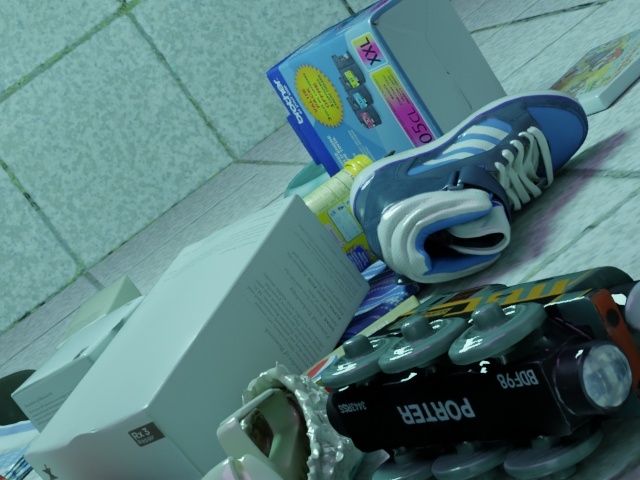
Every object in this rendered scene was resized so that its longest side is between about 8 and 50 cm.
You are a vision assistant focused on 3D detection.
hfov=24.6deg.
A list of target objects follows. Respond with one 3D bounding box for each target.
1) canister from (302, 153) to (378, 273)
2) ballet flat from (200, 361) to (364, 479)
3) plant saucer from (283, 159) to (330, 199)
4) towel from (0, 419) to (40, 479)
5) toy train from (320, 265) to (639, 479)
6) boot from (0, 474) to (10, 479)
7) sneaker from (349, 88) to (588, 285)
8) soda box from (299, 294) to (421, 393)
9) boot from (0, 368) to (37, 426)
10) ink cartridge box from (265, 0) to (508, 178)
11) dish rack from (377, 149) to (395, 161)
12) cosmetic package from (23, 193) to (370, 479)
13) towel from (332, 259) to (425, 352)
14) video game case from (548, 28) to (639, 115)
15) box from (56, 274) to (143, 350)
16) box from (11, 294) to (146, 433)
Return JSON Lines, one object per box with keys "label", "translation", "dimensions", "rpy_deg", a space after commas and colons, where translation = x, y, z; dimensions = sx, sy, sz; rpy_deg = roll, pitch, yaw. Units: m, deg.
{"label": "canister", "translation": [0.018, -0.009, 1.825], "dimensions": [0.170, 0.126, 0.073], "rpy_deg": [-36, 12, -10]}
{"label": "ballet flat", "translation": [-0.048, 0.218, 1.217], "dimensions": [0.147, 0.147, 0.409], "rpy_deg": [-33, 12, 13]}
{"label": "plant saucer", "translation": [0.052, -0.154, 2.735], "dimensions": [0.317, 0.044, 0.317], "rpy_deg": [-34, 10, 7]}
{"label": "towel", "translation": [-0.531, 0.365, 2.234], "dimensions": [0.209, 0.034, 0.285], "rpy_deg": [-15, 21, 34]}
{"label": "toy train", "translation": [0.141, 0.099, 1.159], "dimensions": [0.190, 0.142, 0.334], "rpy_deg": [-31, 7, -34]}
{"label": "boot", "translation": [-0.269, 0.261, 1.427], "dimensions": [0.176, 0.244, 0.088], "rpy_deg": [-27, 34, 37]}
{"label": "sneaker", "translation": [0.206, -0.051, 1.694], "dimensions": [0.322, 0.130, 0.236], "rpy_deg": [-22, 29, -9]}
{"label": "soda box", "translation": [0.042, 0.134, 1.491], "dimensions": [0.181, 0.058, 0.061], "rpy_deg": [-36, 11, 2]}
{"label": "boot", "translation": [-0.575, 0.331, 2.449], "dimensions": [0.305, 0.112, 0.115], "rpy_deg": [-44, 3, -28]}
{"label": "ink cartridge box", "translation": [0.090, -0.209, 2.238], "dimensions": [0.151, 0.270, 0.395], "rpy_deg": [-37, 10, -26]}
{"label": "dish rack", "translation": [0.000, 0.000, 2.030], "dimensions": [0.271, 0.074, 0.208], "rpy_deg": [-38, -2, -40]}
{"label": "cosmetic package", "translation": [-0.127, 0.140, 1.623], "dimensions": [0.217, 0.156, 0.385], "rpy_deg": [-24, 24, 41]}
{"label": "towel", "translation": [0.062, 0.052, 1.833], "dimensions": [0.243, 0.040, 0.336], "rpy_deg": [-22, 18, 50]}
{"label": "video game case", "translation": [0.390, -0.231, 2.063], "dimensions": [0.227, 0.026, 0.206], "rpy_deg": [-42, 12, -30]}
{"label": "box", "translation": [-0.376, 0.157, 2.581], "dimensions": [0.113, 0.094, 0.275], "rpy_deg": [-34, 11, 9]}
{"label": "box", "translation": [-0.327, 0.199, 2.183], "dimensions": [0.182, 0.119, 0.181], "rpy_deg": [-28, 13, 34]}
